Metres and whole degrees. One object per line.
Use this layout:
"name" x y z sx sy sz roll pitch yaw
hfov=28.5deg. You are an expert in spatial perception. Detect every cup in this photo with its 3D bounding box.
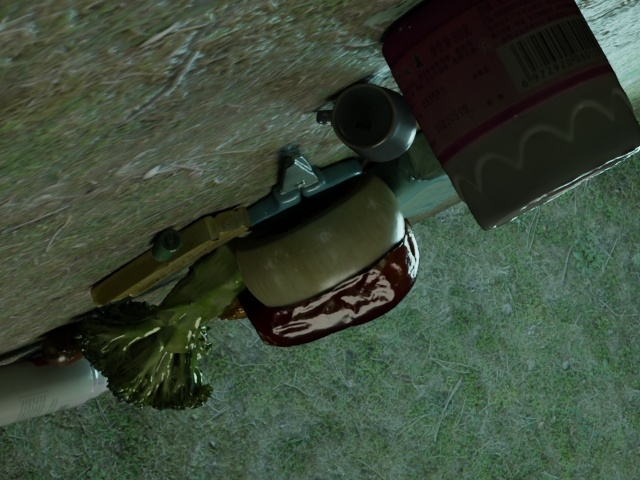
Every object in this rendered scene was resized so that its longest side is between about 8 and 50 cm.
"cup" 0.042 -0.124 1.299 0.100 0.078 0.077 4 179 17

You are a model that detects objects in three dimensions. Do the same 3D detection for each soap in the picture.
"soap" -0.210 0.025 1.739 0.252 0.037 0.092 -29 174 35

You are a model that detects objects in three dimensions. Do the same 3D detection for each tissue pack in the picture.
"tissue pack" 0.158 -0.105 1.980 0.177 0.089 0.263 -18 171 -25

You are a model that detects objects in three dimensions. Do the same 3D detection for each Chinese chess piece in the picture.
"Chinese chess piece" 0.000 0.000 1.864 0.257 0.104 0.257 -28 -170 5

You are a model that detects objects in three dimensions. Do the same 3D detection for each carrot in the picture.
"carrot" -0.411 0.173 2.127 0.060 0.060 0.186 -28 177 16

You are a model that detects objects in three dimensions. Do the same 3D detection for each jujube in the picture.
"jujube" 0.015 0.055 2.162 0.318 0.223 0.223 -30 176 -7

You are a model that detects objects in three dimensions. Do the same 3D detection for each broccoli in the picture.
"broccoli" -0.206 0.124 2.075 0.361 0.221 0.252 -28 140 18

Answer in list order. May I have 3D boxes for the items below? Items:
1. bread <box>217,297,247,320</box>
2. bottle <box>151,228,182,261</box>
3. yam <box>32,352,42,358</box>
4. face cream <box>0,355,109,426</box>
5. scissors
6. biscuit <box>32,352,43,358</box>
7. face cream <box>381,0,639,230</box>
"bread" -0.096 0.067 2.405 0.184 0.114 0.274 -27 177 14
"bottle" -0.200 0.008 1.629 0.030 0.030 0.083 -25 176 -19
"yam" -0.484 0.202 2.290 0.116 0.021 0.021 -29 175 31
"face cream" -0.477 0.245 2.108 0.102 0.102 0.345 -30 169 34
"scissors" -0.030 -0.075 1.646 0.192 0.029 0.447 -26 176 -1
"biscuit" -0.537 0.253 2.284 0.250 0.032 0.133 -26 162 9
"face cream" 0.172 -0.129 1.123 0.175 0.195 0.175 -26 174 -3
